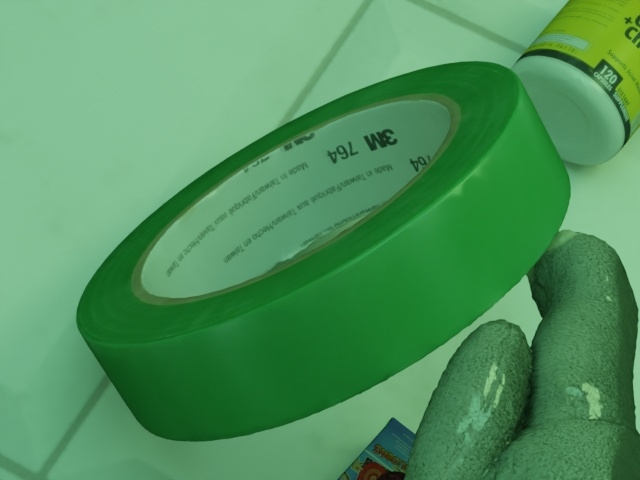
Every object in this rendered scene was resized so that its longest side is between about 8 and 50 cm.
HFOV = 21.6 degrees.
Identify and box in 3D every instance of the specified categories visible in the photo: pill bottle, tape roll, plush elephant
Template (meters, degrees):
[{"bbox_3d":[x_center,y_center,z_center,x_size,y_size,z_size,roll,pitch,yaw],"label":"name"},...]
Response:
[{"bbox_3d":[0.230,-0.151,1.288,0.103,0.103,0.184,34,64,15],"label":"pill bottle"},{"bbox_3d":[0.000,0.000,1.077,0.321,0.321,0.077,-39,110,-23],"label":"tape roll"},{"bbox_3d":[0.077,0.199,0.971,0.255,0.272,0.330,-18,19,25],"label":"plush elephant"}]

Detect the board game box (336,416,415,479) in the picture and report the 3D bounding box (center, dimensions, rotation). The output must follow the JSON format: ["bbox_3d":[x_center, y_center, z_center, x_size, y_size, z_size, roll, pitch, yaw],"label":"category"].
[{"bbox_3d":[0.082,0.228,1.097,0.201,0.035,0.136,37,64,16],"label":"board game box"}]
